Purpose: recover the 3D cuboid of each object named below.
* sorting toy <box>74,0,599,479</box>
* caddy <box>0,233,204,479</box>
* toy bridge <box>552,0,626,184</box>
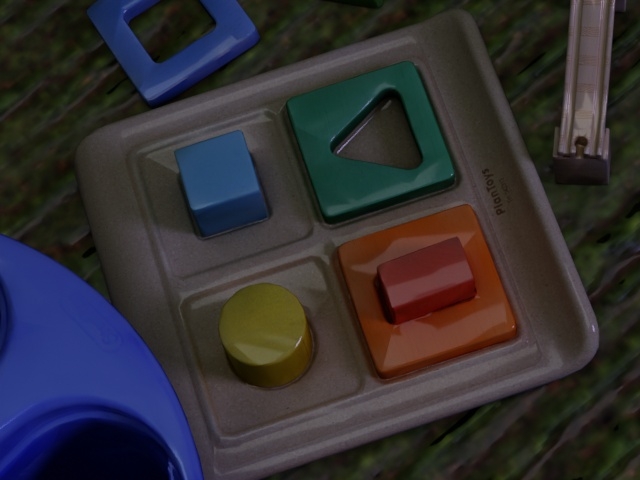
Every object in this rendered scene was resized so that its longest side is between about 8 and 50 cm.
[{"bbox_3d":[0.000,0.000,0.767,0.196,0.047,0.348,-20,67,2],"label":"sorting toy"},{"bbox_3d":[-0.192,0.150,0.648,0.241,0.179,0.341,43,82,8],"label":"caddy"},{"bbox_3d":[0.124,-0.122,0.783,0.026,0.063,0.188,6,71,12],"label":"toy bridge"}]
